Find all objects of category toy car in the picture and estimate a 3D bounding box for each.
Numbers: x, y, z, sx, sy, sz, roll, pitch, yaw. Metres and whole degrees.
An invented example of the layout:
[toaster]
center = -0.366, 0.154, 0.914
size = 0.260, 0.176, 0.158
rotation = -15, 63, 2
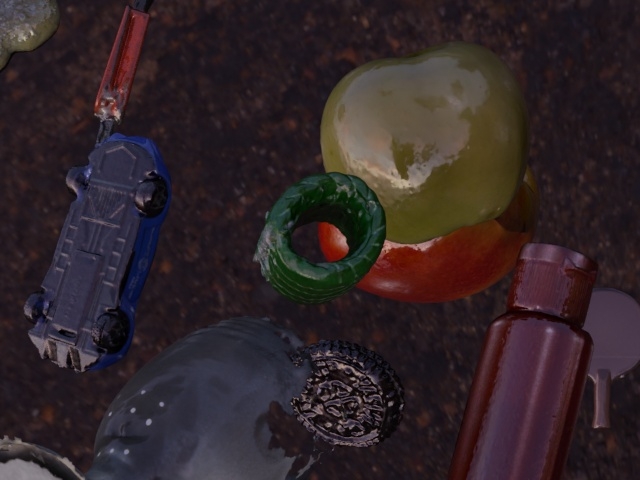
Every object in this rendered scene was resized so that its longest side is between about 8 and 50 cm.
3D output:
[toy car]
center = -0.189, 0.011, 1.047
size = 0.103, 0.063, 0.216
rotation = 13, 82, 33

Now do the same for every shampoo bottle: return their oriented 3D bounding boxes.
[shampoo bottle]
center = 0.141, 0.132, 0.845
size = 0.102, 0.064, 0.260
rotation = -11, 59, 66

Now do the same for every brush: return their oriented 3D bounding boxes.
[brush]
center = -0.328, -0.277, 1.927
size = 0.051, 0.070, 0.323
rotation = 15, 75, -12

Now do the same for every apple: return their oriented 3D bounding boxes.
[apple]
center = 0.144, -0.133, 1.593
size = 0.292, 0.292, 0.254
rotation = -19, 96, 7

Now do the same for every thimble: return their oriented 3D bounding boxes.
[thimble]
center = 0.000, 0.000, 1.179
size = 0.130, 0.090, 0.118
rotation = -16, 71, -21

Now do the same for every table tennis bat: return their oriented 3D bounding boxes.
[table tennis bat]
center = 0.333, 0.142, 1.359
size = 0.107, 0.119, 0.170
rotation = 1, 92, 6

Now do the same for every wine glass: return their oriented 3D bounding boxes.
[wine glass]
center = -0.137, 0.195, 1.067
size = 0.190, 0.357, 0.190
rotation = 11, 111, 32

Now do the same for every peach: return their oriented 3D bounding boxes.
[peach]
center = 0.174, -0.051, 1.977
size = 0.370, 0.370, 0.370
rotation = -8, 60, 14

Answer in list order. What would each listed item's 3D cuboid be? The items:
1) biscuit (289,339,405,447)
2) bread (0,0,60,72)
[biscuit]
center = 0.035, 0.228, 1.743
size = 0.195, 0.194, 0.053
rotation = 7, 32, 21
[bread]
center = -0.514, -0.323, 1.631
size = 0.286, 0.056, 0.207
rotation = 27, 74, 6
